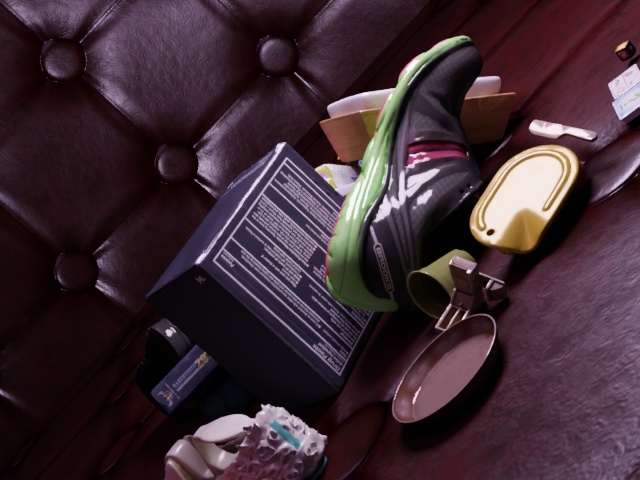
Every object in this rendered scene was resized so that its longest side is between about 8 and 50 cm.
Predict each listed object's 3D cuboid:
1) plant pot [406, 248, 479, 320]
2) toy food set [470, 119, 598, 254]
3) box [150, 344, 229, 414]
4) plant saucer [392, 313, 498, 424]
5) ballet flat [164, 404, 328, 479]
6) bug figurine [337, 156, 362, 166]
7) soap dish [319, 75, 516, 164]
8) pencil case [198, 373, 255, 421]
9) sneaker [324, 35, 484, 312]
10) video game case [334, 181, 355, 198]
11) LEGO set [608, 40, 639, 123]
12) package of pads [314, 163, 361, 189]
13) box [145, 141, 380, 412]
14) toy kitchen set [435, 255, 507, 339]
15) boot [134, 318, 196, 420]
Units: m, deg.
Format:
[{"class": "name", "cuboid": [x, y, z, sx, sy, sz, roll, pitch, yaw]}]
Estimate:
[{"class": "plant pot", "cuboid": [0.174, 0.053, 1.409, 0.079, 0.083, 0.083, -41, 8, -29]}, {"class": "toy food set", "cuboid": [0.294, -0.056, 1.381, 0.128, 0.071, 0.218, 13, 60, 47]}, {"class": "box", "cuboid": [-0.192, 0.230, 1.874, 0.183, 0.059, 0.233, -47, -14, 4]}, {"class": "plant saucer", "cuboid": [0.156, 0.160, 1.238, 0.168, 0.029, 0.168, -45, 13, 13]}, {"class": "ballet flat", "cuboid": [-0.143, 0.322, 1.485, 0.409, 0.147, 0.147, -35, 18, 45]}, {"class": "bug figurine", "cuboid": [0.149, -0.209, 2.264, 0.279, 0.072, 0.216, -31, 26, 38]}, {"class": "soap dish", "cuboid": [0.170, -0.210, 1.834, 0.291, 0.118, 0.229, -9, 3, -17]}, {"class": "pencil case", "cuboid": [-0.145, 0.258, 1.827, 0.151, 0.064, 0.070, -45, 31, 3]}, {"class": "sneaker", "cuboid": [0.161, -0.095, 1.571, 0.185, 0.202, 0.482, 100, -169, -68]}, {"class": "video game case", "cuboid": [0.083, -0.060, 1.789, 0.201, 0.023, 0.183, -20, -22, -29]}, {"class": "LEGO set", "cuboid": [0.474, -0.272, 1.450, 0.182, 0.060, 0.244, -38, 15, 22]}, {"class": "package of pads", "cuboid": [-0.026, -0.043, 1.942, 0.297, 0.101, 0.229, -26, -12, 31]}, {"class": "box", "cuboid": [-0.064, 0.062, 1.630, 0.183, 0.296, 0.294, -32, 19, 47]}, {"class": "toy kitchen set", "cuboid": [0.188, 0.079, 1.302, 0.068, 0.083, 0.075, 21, 62, 31]}, {"class": "boot", "cuboid": [-0.226, 0.206, 2.072, 0.260, 0.131, 0.348, -38, -14, -33]}]
